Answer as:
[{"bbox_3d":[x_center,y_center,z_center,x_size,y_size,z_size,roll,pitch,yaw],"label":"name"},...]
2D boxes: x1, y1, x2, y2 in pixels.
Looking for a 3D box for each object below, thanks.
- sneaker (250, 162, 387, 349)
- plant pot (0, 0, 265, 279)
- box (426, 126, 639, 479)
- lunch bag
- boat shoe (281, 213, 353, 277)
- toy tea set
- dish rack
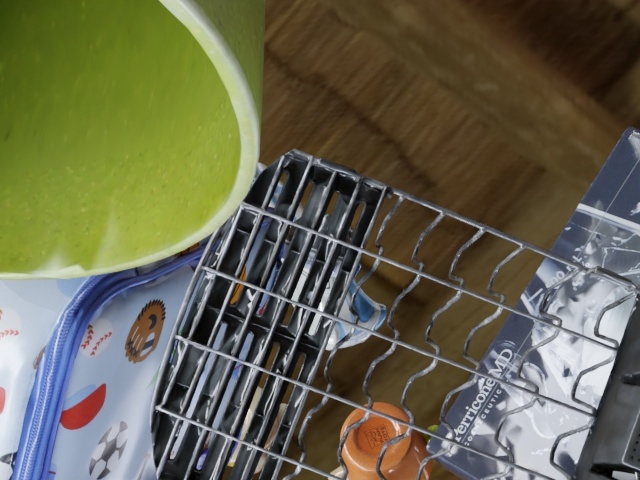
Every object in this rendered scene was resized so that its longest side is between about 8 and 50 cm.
[{"bbox_3d":[-0.015,0.013,1.408,0.086,0.085,0.237,-13,-124,-31],"label":"sneaker"},{"bbox_3d":[-0.132,-0.177,0.459,0.274,0.275,0.294,22,-118,-27],"label":"plant pot"},{"bbox_3d":[0.321,0.125,1.130,0.343,0.312,0.179,-57,-45,-9],"label":"box"},{"bbox_3d":[-0.129,0.091,0.872,0.303,0.115,0.243,-21,-53,-65],"label":"lunch bag"},{"bbox_3d":[0.000,0.000,0.948,0.049,0.142,0.040,16,-89,-9],"label":"boat shoe"},{"bbox_3d":[-0.036,0.256,1.399,0.336,0.124,0.200,7,-117,14],"label":"toy tea set"},{"bbox_3d":[0.056,0.081,0.709,0.271,0.074,0.208,22,-99,-2],"label":"dish rack"}]
